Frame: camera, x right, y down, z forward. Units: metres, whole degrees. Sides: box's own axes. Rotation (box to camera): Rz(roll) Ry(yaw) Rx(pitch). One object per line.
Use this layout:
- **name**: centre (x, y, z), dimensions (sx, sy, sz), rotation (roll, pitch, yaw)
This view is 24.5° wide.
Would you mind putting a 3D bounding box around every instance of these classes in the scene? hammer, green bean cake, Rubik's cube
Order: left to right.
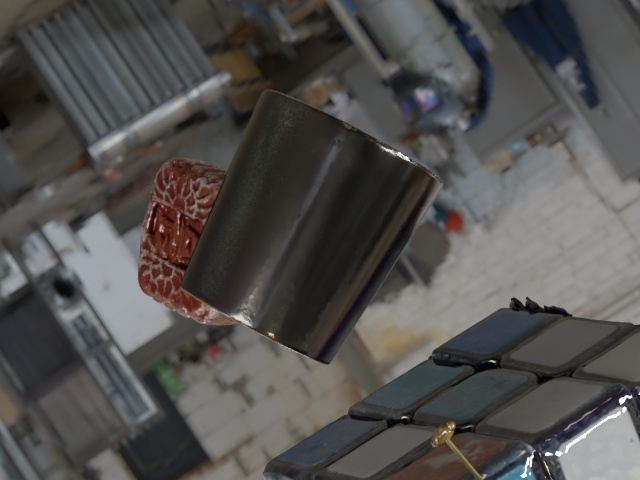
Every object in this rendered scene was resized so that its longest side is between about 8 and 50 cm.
- **green bean cake**: centre (-0.110, -0.001, 1.325), dimensions (0.056, 0.135, 0.135), rotation (5, -169, -36)
- **hammer**: centre (0.132, 0.196, 1.194), dimensions (0.014, 0.123, 0.029), rotation (3, 130, -51)
- **Rubik's cube**: centre (0.208, 0.299, 1.445), dimensions (0.359, 0.363, 0.362), rotation (-28, -165, -28)

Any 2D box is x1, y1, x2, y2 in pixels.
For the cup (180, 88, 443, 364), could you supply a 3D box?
- **cup**: centre (0.009, 0.004, 1.231), dimensions (0.239, 0.166, 0.177), rotation (28, 88, -48)
